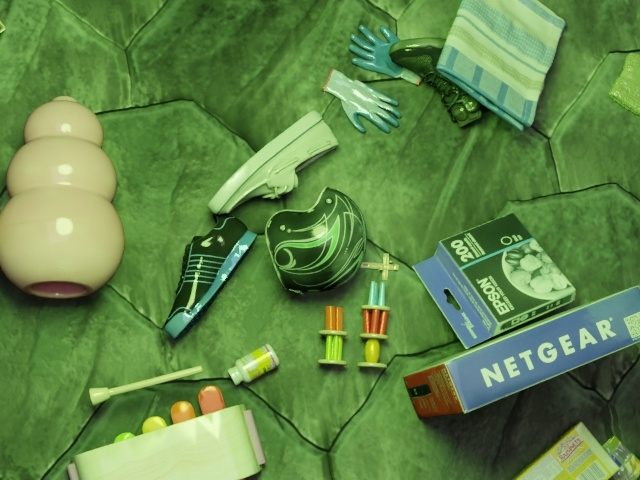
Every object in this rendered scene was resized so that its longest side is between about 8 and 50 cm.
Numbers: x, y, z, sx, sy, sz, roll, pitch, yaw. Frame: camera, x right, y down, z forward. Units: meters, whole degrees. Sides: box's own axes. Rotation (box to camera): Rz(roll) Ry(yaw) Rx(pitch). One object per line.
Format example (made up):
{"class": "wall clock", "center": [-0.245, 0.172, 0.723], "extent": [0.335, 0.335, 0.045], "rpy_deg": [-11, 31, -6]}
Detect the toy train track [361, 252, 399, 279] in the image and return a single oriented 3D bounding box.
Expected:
{"class": "toy train track", "center": [0.098, 0.044, 1.798], "extent": [0.083, 0.014, 0.048], "rpy_deg": [5, 79, -6]}

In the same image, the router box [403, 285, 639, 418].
{"class": "router box", "center": [0.325, 0.188, 1.654], "extent": [0.335, 0.301, 0.082], "rpy_deg": [-20, 82, -10]}

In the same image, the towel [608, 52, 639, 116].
{"class": "towel", "center": [0.623, -0.277, 1.920], "extent": [0.148, 0.027, 0.110], "rpy_deg": [30, 78, -2]}

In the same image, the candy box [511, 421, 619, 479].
{"class": "candy box", "center": [0.404, 0.417, 1.756], "extent": [0.206, 0.027, 0.105], "rpy_deg": [-38, 84, -9]}

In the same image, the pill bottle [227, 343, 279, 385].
{"class": "pill bottle", "center": [-0.114, 0.211, 1.724], "extent": [0.083, 0.043, 0.043], "rpy_deg": [-28, 84, -11]}

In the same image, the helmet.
{"class": "helmet", "center": [0.000, 0.000, 1.719], "extent": [0.161, 0.169, 0.169], "rpy_deg": [-16, 82, 6]}

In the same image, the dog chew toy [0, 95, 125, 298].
{"class": "dog chew toy", "center": [-0.422, -0.078, 1.668], "extent": [0.206, 0.206, 0.332], "rpy_deg": [0, 71, -7]}

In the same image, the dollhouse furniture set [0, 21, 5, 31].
{"class": "dollhouse furniture set", "center": [-0.576, -0.420, 1.763], "extent": [0.091, 0.081, 0.114], "rpy_deg": [-37, 86, -12]}

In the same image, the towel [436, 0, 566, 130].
{"class": "towel", "center": [0.330, -0.352, 1.831], "extent": [0.209, 0.034, 0.285], "rpy_deg": [33, 57, -13]}

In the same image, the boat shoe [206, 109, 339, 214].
{"class": "boat shoe", "center": [-0.077, -0.117, 1.763], "extent": [0.267, 0.096, 0.088], "rpy_deg": [-42, 91, -28]}

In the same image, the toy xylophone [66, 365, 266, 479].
{"class": "toy xylophone", "center": [-0.253, 0.335, 1.663], "extent": [0.322, 0.081, 0.236], "rpy_deg": [-8, 81, -9]}

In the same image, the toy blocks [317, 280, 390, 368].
{"class": "toy blocks", "center": [0.058, 0.142, 1.754], "extent": [0.123, 0.054, 0.148], "rpy_deg": [5, 79, -7]}

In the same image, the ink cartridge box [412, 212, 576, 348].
{"class": "ink cartridge box", "center": [0.293, 0.063, 1.753], "extent": [0.208, 0.045, 0.206], "rpy_deg": [-23, 50, -10]}

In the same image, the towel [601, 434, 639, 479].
{"class": "towel", "center": [0.525, 0.390, 1.790], "extent": [0.060, 0.009, 0.083], "rpy_deg": [-42, 87, -12]}

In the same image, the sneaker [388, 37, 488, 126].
{"class": "sneaker", "center": [0.227, -0.283, 1.827], "extent": [0.227, 0.087, 0.130], "rpy_deg": [14, 75, -21]}

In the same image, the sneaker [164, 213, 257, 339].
{"class": "sneaker", "center": [-0.205, 0.056, 1.727], "extent": [0.090, 0.081, 0.232], "rpy_deg": [35, 70, 3]}

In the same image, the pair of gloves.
{"class": "pair of gloves", "center": [0.099, -0.292, 1.857], "extent": [0.159, 0.023, 0.198], "rpy_deg": [31, 76, -1]}
